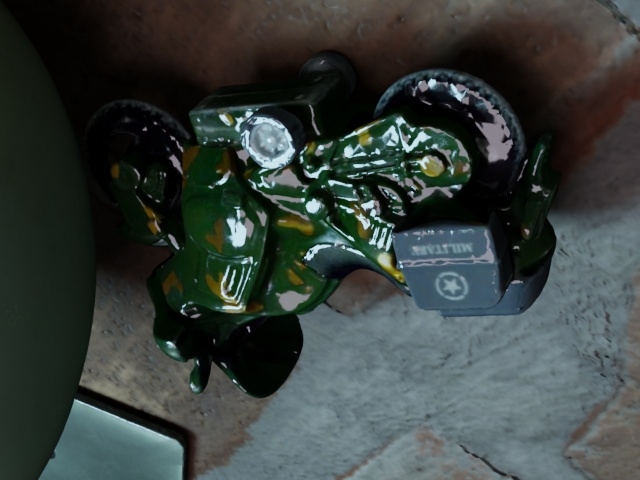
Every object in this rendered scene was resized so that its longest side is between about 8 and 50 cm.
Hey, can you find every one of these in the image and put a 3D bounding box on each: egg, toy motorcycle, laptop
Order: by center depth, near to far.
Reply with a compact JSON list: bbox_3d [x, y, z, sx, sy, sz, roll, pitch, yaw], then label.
[{"bbox_3d":[0.000,0.000,0.592,0.274,0.125,0.187,-3,119,29],"label":"toy motorcycle"},{"bbox_3d":[-0.264,0.011,0.605,0.276,0.276,0.389,5,106,24],"label":"egg"},{"bbox_3d":[-0.239,0.176,0.953,0.269,0.015,0.188,20,136,10],"label":"laptop"}]
